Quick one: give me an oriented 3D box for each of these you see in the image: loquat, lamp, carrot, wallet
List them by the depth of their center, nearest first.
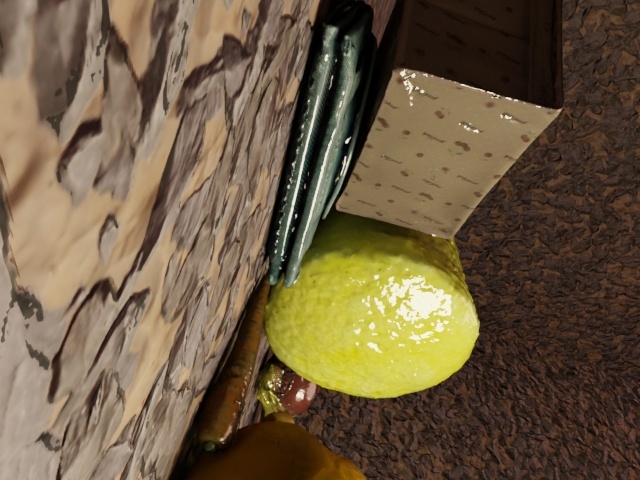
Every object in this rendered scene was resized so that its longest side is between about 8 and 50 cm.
[{"bbox_3d":[-0.061,0.359,0.604,0.284,0.276,0.276,-32,144,-54],"label":"loquat"},{"bbox_3d":[-0.098,0.140,0.665,0.049,0.049,0.255,104,1,-50],"label":"carrot"},{"bbox_3d":[0.008,-0.130,0.718,0.237,0.075,0.342,-73,179,-59],"label":"wallet"},{"bbox_3d":[-0.081,0.318,1.205,0.156,0.135,0.157,-43,-146,17],"label":"lamp"}]

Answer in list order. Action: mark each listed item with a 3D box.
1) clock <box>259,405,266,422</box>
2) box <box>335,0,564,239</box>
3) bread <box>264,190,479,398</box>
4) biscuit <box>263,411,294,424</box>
[{"bbox_3d":[-0.130,0.514,1.429,0.150,0.063,0.197,-115,-148,-73],"label":"clock"},{"bbox_3d":[0.152,-0.175,0.702,0.297,0.190,0.225,110,-7,-62],"label":"box"},{"bbox_3d":[0.094,0.075,0.935,0.308,0.348,0.348,-74,179,-46],"label":"bread"},{"bbox_3d":[-0.092,0.433,0.897,0.355,0.052,0.275,-34,-134,54],"label":"biscuit"}]
